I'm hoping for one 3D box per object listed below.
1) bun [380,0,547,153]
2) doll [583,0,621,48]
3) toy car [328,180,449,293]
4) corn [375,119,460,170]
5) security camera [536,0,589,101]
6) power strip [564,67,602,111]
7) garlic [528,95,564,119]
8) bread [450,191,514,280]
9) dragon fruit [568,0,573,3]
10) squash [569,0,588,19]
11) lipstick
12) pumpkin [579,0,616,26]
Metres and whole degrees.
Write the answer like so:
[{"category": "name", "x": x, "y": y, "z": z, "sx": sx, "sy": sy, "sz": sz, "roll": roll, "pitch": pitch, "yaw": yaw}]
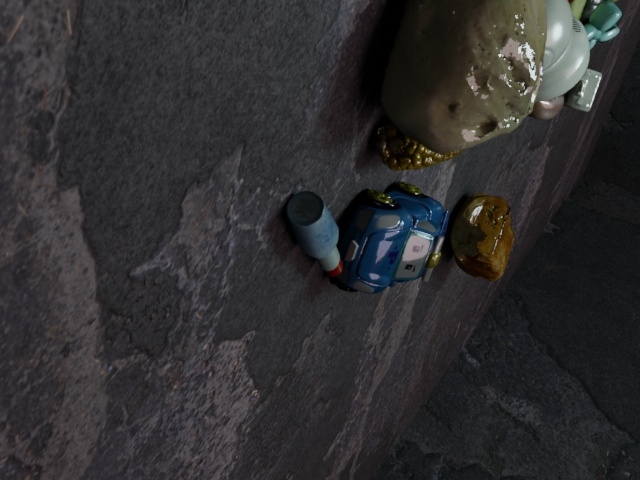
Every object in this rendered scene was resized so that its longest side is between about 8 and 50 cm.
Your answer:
[{"category": "bun", "x": 0.245, "y": -0.309, "z": 1.458, "sx": 0.362, "sy": 0.234, "sz": 0.326, "roll": -53, "pitch": 155, "yaw": -42}, {"category": "doll", "x": 0.588, "y": -0.455, "z": 2.039, "sx": 0.158, "sy": 0.059, "sz": 0.159, "roll": -40, "pitch": 164, "yaw": 11}, {"category": "toy car", "x": 0.143, "y": 0.009, "z": 1.745, "sx": 0.314, "sy": 0.166, "sz": 0.198, "roll": -18, "pitch": 130, "yaw": -63}, {"category": "corn", "x": 0.198, "y": -0.185, "z": 1.682, "sx": 0.313, "sy": 0.102, "sz": 0.102, "roll": -22, "pitch": 137, "yaw": -60}, {"category": "security camera", "x": 0.389, "y": -0.391, "z": 1.731, "sx": 0.195, "sy": 0.194, "sz": 0.236, "roll": -60, "pitch": 146, "yaw": -4}, {"category": "power strip", "x": 0.592, "y": -0.386, "z": 2.279, "sx": 0.338, "sy": 0.058, "sz": 0.098, "roll": -121, "pitch": -135, "yaw": -72}, {"category": "garlic", "x": 0.512, "y": -0.391, "z": 2.143, "sx": 0.191, "sy": 0.160, "sz": 0.214, "roll": -37, "pitch": 153, "yaw": -61}, {"category": "bread", "x": 0.434, "y": -0.009, "z": 2.505, "sx": 0.344, "sy": 0.148, "sz": 0.195, "roll": 50, "pitch": 59, "yaw": -70}, {"category": "dragon fruit", "x": 0.431, "y": -0.486, "z": 1.880, "sx": 0.246, "sy": 0.125, "sz": 0.125, "roll": -46, "pitch": 137, "yaw": 16}, {"category": "squash", "x": 0.514, "y": -0.547, "z": 2.001, "sx": 0.170, "sy": 0.122, "sz": 0.170, "roll": -45, "pitch": 150, "yaw": -34}, {"category": "lipstick", "x": 0.000, "y": 0.000, "z": 1.502, "sx": 0.068, "sy": 0.061, "sz": 0.274, "roll": -55, "pitch": 160, "yaw": -12}, {"category": "pumpkin", "x": 0.614, "y": -0.576, "z": 2.152, "sx": 0.212, "sy": 0.152, "sz": 0.212, "roll": -57, "pitch": 166, "yaw": -23}]
